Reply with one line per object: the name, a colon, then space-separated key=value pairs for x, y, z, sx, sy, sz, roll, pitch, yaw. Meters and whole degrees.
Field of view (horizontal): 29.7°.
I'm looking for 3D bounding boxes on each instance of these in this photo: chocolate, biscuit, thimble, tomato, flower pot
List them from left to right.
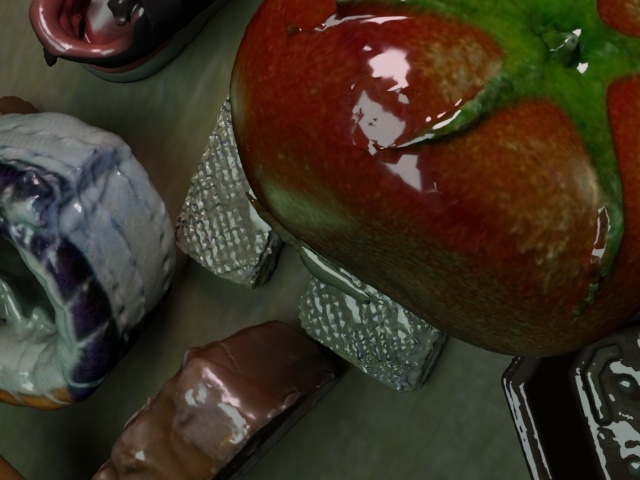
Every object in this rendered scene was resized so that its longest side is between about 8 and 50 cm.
thimble: x=-0.233 y=0.010 z=0.970 sx=0.237 sy=0.150 sz=0.237 roll=13 pitch=127 yaw=17
chocolate: x=-0.090 y=0.149 z=0.948 sx=0.093 sy=0.148 sz=0.214 roll=45 pitch=119 yaw=9
biscuit: x=0.000 y=0.000 z=0.945 sx=0.250 sy=0.046 sz=0.147 roll=32 pitch=110 yaw=20
tomato: x=0.087 y=-0.076 z=0.754 sx=0.303 sy=0.303 sz=0.239 roll=63 pitch=149 yaw=7
flower pot: x=0.241 y=0.155 z=0.819 sx=0.179 sy=0.084 sz=0.251 roll=-18 pitch=87 yaw=29

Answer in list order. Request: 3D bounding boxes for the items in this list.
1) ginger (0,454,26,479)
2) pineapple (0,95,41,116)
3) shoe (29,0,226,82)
ginger: x=-0.233 y=0.265 z=0.986 sx=0.363 sy=0.122 sz=0.348 roll=25 pitch=149 yaw=30
pineapple: x=-0.309 y=-0.060 z=1.088 sx=0.159 sy=0.074 sz=0.074 roll=-42 pitch=77 yaw=27
shoe: x=-0.115 y=-0.221 z=0.924 sx=0.291 sy=0.137 sz=0.114 roll=-32 pitch=82 yaw=26
